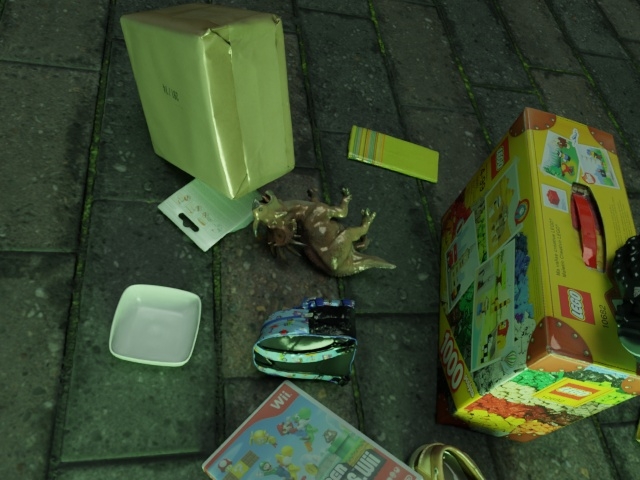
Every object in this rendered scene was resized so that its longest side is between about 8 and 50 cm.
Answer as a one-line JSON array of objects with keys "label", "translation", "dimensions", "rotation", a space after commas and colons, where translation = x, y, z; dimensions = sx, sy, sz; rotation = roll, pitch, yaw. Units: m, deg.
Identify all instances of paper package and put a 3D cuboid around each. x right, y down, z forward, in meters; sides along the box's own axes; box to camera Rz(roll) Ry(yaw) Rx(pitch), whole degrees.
[{"label": "paper package", "translation": [-0.213, -0.280, 1.038], "dimensions": [0.168, 0.309, 0.325], "rotation": [-27, 39, -31]}]

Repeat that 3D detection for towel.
[{"label": "towel", "translation": [0.184, -0.215, 1.356], "dimensions": [0.238, 0.021, 0.102], "rotation": [15, 60, -8]}]

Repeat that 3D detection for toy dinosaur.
[{"label": "toy dinosaur", "translation": [0.000, 0.000, 1.099], "dimensions": [0.296, 0.127, 0.200], "rotation": [42, 62, -3]}]

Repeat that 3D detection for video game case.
[{"label": "video game case", "translation": [-0.014, 0.366, 0.842], "dimensions": [0.285, 0.025, 0.204], "rotation": [28, 51, 29]}]

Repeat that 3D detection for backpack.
[{"label": "backpack", "translation": [-0.028, 0.174, 0.942], "dimensions": [0.174, 0.158, 0.116], "rotation": [1, 49, -2]}]

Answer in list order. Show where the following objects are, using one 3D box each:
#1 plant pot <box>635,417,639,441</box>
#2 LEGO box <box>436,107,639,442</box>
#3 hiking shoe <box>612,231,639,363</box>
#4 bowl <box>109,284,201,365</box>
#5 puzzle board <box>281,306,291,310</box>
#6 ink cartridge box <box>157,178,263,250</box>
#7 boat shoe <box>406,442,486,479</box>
[{"label": "plant pot", "translation": [0.800, 0.360, 1.061], "dimensions": [0.187, 0.212, 0.212], "rotation": [43, 55, -2]}, {"label": "LEGO box", "translation": [0.385, 0.072, 1.009], "dimensions": [0.193, 0.372, 0.499], "rotation": [15, 54, -7]}, {"label": "hiking shoe", "translation": [0.484, 0.087, 0.755], "dimensions": [0.132, 0.113, 0.304], "rotation": [56, 47, -15]}, {"label": "bowl", "translation": [-0.287, 0.153, 0.943], "dimensions": [0.142, 0.053, 0.142], "rotation": [11, 56, -11]}, {"label": "puzzle board", "translation": [-0.029, 0.191, 1.024], "dimensions": [0.128, 0.011, 0.096], "rotation": [23, 55, -1]}, {"label": "ink cartridge box", "translation": [-0.221, -0.069, 1.126], "dimensions": [0.145, 0.045, 0.179], "rotation": [42, 65, 11]}, {"label": "boat shoe", "translation": [0.261, 0.474, 0.860], "dimensions": [0.123, 0.116, 0.324], "rotation": [-27, 68, -30]}]
